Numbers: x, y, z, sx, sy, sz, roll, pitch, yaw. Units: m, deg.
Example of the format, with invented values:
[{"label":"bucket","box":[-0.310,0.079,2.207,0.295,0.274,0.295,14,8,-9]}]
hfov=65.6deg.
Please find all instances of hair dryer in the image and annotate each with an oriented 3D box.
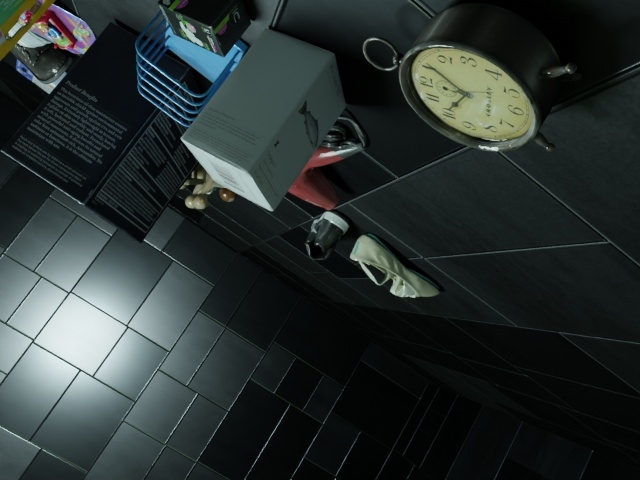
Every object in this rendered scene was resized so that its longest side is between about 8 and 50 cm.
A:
[{"label":"hair dryer","box":[-0.026,-0.129,0.831,0.223,0.080,0.293,27,167,21]}]

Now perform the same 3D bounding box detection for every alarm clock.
[{"label":"alarm clock","box":[0.121,-0.147,0.437,0.192,0.064,0.129,25,166,24]}]

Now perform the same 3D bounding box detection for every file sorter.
[{"label":"file sorter","box":[-0.198,-0.252,0.727,0.118,0.104,0.170,35,167,-15]}]

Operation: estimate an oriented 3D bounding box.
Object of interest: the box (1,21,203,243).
[{"label":"box","box":[-0.373,-0.188,0.958,0.182,0.294,0.296,33,168,5]}]

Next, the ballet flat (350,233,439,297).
[{"label":"ballet flat","box":[0.169,0.081,1.147,0.248,0.086,0.086,37,167,-18]}]

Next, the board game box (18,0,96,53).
[{"label":"board game box","box":[-0.533,-0.414,0.974,0.168,0.033,0.133,25,158,-27]}]

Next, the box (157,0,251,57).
[{"label":"box","box":[-0.137,-0.272,0.596,0.083,0.062,0.052,30,166,16]}]

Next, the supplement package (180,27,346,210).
[{"label":"supplement package","box":[-0.063,-0.148,0.614,0.105,0.179,0.105,28,167,21]}]

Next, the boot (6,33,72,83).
[{"label":"boot","box":[-0.732,-0.490,1.159,0.263,0.091,0.229,28,167,29]}]

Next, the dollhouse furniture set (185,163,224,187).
[{"label":"dollhouse furniture set","box":[-0.246,-0.192,1.168,0.151,0.123,0.144,9,-169,26]}]

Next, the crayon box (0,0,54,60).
[{"label":"crayon box","box":[-0.460,-0.381,0.644,0.083,0.203,0.323,35,167,-9]}]

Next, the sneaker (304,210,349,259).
[{"label":"sneaker","box":[0.000,0.000,1.193,0.078,0.106,0.234,34,168,-2]}]

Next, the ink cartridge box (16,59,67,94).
[{"label":"ink cartridge box","box":[-0.730,-0.427,1.462,0.311,0.065,0.186,37,167,-30]}]

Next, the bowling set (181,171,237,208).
[{"label":"bowling set","box":[-0.336,-0.139,1.377,0.200,0.154,0.287,38,167,-21]}]

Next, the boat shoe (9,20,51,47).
[{"label":"boat shoe","box":[-0.628,-0.484,0.997,0.081,0.079,0.227,1,158,13]}]
